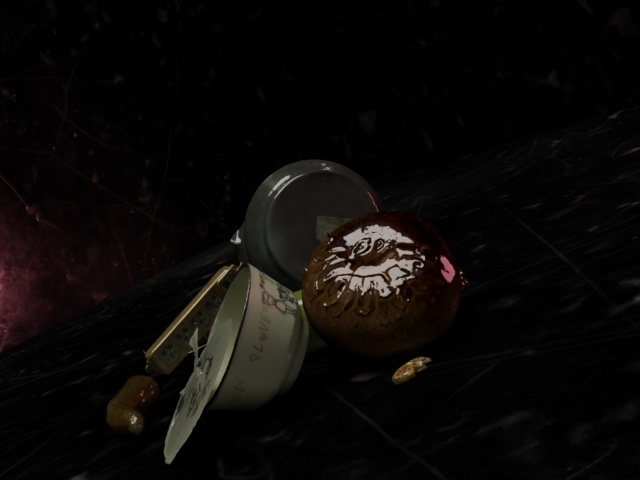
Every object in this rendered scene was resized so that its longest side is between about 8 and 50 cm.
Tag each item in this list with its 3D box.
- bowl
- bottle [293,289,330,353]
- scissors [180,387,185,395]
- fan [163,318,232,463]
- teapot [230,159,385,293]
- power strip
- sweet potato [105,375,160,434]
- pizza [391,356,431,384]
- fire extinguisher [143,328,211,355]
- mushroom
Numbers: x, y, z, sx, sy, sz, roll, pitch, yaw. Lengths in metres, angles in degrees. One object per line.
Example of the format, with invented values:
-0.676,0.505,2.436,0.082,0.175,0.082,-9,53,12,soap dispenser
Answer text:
-0.099,0.166,1.660,0.126,0.238,0.238,20,-3,-15,bowl
-0.022,0.141,1.857,0.260,0.112,0.112,-21,8,14,bottle
-0.193,0.249,1.968,0.100,0.015,0.189,-18,6,16,scissors
-0.192,0.205,1.677,0.233,0.012,0.415,-61,12,9,fan
0.000,0.000,2.267,0.376,0.306,0.362,5,-7,-14,teapot
-0.253,0.159,2.202,0.305,0.064,0.044,-50,21,-20,power strip
-0.337,0.296,1.881,0.081,0.062,0.233,-20,11,3,sweet potato
0.129,0.183,1.506,0.037,0.016,0.083,-5,16,46,pizza
-0.301,0.229,2.289,0.158,0.043,0.064,-24,50,-9,fire extinguisher
0.104,0.064,1.679,0.278,0.163,0.297,-16,36,-15,mushroom
